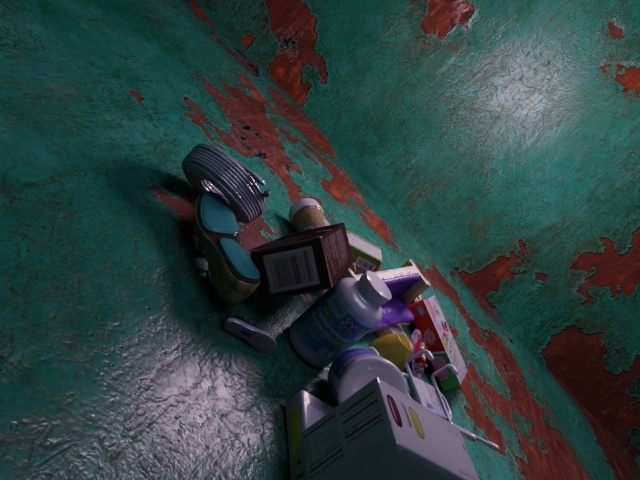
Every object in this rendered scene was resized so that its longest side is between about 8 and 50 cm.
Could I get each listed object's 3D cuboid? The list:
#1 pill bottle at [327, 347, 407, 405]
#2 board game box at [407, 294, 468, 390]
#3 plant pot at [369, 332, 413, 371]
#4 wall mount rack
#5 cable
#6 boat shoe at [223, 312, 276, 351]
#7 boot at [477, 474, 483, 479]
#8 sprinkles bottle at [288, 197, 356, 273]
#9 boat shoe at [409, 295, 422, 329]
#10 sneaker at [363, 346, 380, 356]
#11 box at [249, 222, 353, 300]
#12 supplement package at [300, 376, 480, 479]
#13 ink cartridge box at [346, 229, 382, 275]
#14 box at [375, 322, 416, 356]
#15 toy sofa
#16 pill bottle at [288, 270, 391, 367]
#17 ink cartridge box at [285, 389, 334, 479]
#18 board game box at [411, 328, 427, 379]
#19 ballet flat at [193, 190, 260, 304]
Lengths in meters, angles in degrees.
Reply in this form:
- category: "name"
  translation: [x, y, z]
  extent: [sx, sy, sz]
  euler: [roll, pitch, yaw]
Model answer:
- category: "pill bottle"
  translation: [0.098, 0.333, 1.327]
  extent: [0.152, 0.152, 0.272]
  euler: [46, -7, -1]
- category: "board game box"
  translation: [0.429, 0.360, 2.058]
  extent: [0.316, 0.064, 0.242]
  euler: [68, 19, 9]
- category: "plant pot"
  translation: [0.233, 0.344, 1.783]
  extent: [0.134, 0.095, 0.134]
  euler: [41, 19, -17]
- category: "wall mount rack"
  translation: [0.383, 0.496, 1.711]
  extent: [0.350, 0.131, 0.304]
  euler: [35, 27, -47]
- category: "cable"
  translation: [-0.264, -0.150, 1.558]
  extent: [0.257, 0.089, 0.257]
  euler: [38, -19, 4]
- category: "boat shoe"
  translation: [-0.159, 0.207, 1.301]
  extent: [0.142, 0.049, 0.040]
  euler: [35, 22, -25]
- category: "boot"
  translation: [0.434, 0.691, 1.518]
  extent: [0.305, 0.112, 0.115]
  euler: [47, 8, 9]
- category: "sprinkles bottle"
  translation: [0.000, 0.000, 1.899]
  extent: [0.121, 0.121, 0.355]
  euler: [31, 20, -39]
- category: "boat shoe"
  translation: [0.350, 0.238, 2.255]
  extent: [0.095, 0.095, 0.257]
  euler: [22, 31, -40]
- category: "sneaker"
  translation: [0.163, 0.401, 1.581]
  extent: [0.094, 0.080, 0.212]
  euler: [44, 22, -46]
- category: "box"
  translation: [-0.036, 0.047, 1.548]
  extent: [0.381, 0.191, 0.143]
  euler: [-25, 103, -78]
- category: "supplement package"
  translation: [0.132, 0.414, 1.063]
  extent: [0.262, 0.204, 0.145]
  euler: [37, 22, -30]
- category: "ink cartridge box"
  translation: [0.123, 0.047, 2.078]
  extent: [0.189, 0.096, 0.255]
  euler: [28, 11, 1]
- category: "box"
  translation: [0.234, 0.271, 1.991]
  extent: [0.322, 0.058, 0.232]
  euler: [54, 20, 15]
- category: "toy sofa"
  translation: [0.199, 0.183, 1.823]
  extent: [0.363, 0.150, 0.177]
  euler: [-4, 54, -47]
- category: "pill bottle"
  translation: [0.054, 0.194, 1.445]
  extent: [0.146, 0.264, 0.146]
  euler: [40, 20, -18]
- category: "ink cartridge box"
  translation: [0.063, 0.497, 1.168]
  extent: [0.304, 0.072, 0.307]
  euler: [38, 23, -26]
- category: "board game box"
  translation: [0.339, 0.380, 1.889]
  extent: [0.133, 0.033, 0.168]
  euler: [6, 80, -64]
- category: "ballet flat"
  translation: [-0.249, 0.019, 1.390]
  extent: [0.123, 0.123, 0.348]
  euler: [26, 24, -46]
